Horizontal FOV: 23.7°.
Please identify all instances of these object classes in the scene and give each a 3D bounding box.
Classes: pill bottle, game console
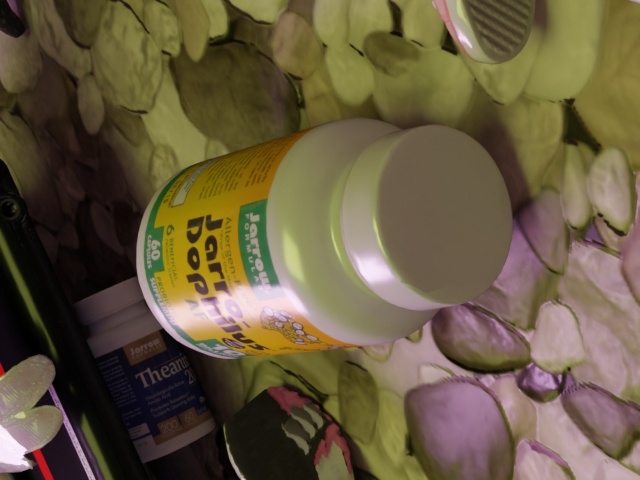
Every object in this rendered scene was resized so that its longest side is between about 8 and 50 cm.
[{"bbox_3d":[-0.125,0.089,1.059,0.067,0.067,0.120,-23,92,55],"label":"pill bottle"},{"bbox_3d":[0.000,0.000,0.801,0.208,0.117,0.118,-11,101,54],"label":"pill bottle"},{"bbox_3d":[-0.187,0.143,1.122,0.387,0.060,0.342,65,156,0],"label":"game console"}]

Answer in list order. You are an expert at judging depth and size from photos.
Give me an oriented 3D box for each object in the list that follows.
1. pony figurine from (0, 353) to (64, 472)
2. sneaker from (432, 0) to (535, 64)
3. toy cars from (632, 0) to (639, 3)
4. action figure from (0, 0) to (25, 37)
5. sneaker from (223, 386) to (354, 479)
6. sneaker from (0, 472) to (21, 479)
[{"bbox_3d":[-0.376,0.057,1.002,0.351,0.363,0.303,-18,95,52],"label":"pony figurine"},{"bbox_3d":[0.053,-0.144,0.708,0.070,0.051,0.134,-10,98,56],"label":"sneaker"},{"bbox_3d":[0.201,-0.079,0.515,0.176,0.087,0.394,-29,88,56],"label":"toy cars"},{"bbox_3d":[-0.329,-0.292,1.074,0.341,0.178,0.330,-147,47,-76],"label":"action figure"},{"bbox_3d":[-0.002,0.177,0.954,0.178,0.072,0.077,52,154,27],"label":"sneaker"},{"bbox_3d":[-0.260,0.237,1.188,0.237,0.086,0.085,65,158,5],"label":"sneaker"}]
